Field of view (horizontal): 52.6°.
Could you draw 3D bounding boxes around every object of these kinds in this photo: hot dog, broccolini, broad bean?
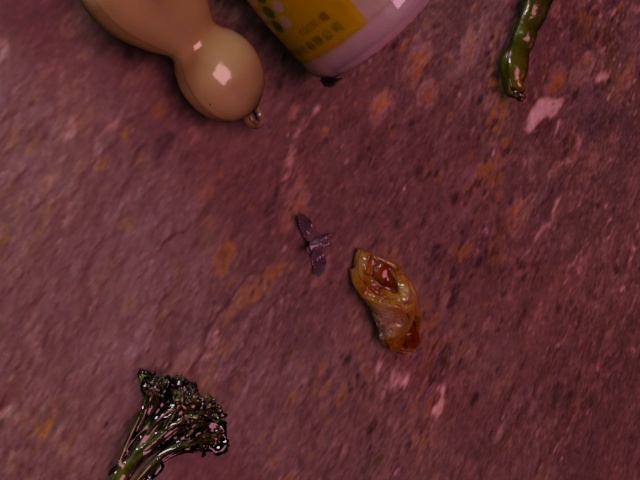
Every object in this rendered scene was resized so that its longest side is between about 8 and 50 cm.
[{"bbox_3d":[0.098,0.082,0.860,0.078,0.061,0.169,-36,108,-25],"label":"hot dog"},{"bbox_3d":[-0.177,0.284,0.716,0.123,0.062,0.271,17,78,-13],"label":"broccolini"},{"bbox_3d":[0.320,-0.329,0.974,0.256,0.053,0.052,-69,156,-9],"label":"broad bean"}]

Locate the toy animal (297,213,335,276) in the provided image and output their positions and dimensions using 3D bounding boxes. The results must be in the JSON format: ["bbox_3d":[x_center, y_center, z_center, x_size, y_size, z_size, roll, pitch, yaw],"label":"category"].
[{"bbox_3d":[0.000,0.000,0.821,0.050,0.028,0.084,-19,102,-18],"label":"toy animal"}]

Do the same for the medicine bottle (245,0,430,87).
[{"bbox_3d":[-0.044,-0.372,0.678,0.379,0.213,0.213,45,71,-22],"label":"medicine bottle"}]

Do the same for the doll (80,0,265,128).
[{"bbox_3d":[-0.159,-0.230,0.685,0.296,0.117,0.141,55,37,-31],"label":"doll"}]
